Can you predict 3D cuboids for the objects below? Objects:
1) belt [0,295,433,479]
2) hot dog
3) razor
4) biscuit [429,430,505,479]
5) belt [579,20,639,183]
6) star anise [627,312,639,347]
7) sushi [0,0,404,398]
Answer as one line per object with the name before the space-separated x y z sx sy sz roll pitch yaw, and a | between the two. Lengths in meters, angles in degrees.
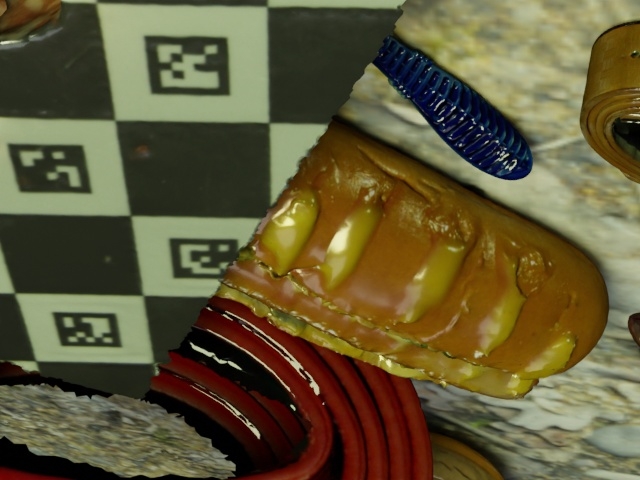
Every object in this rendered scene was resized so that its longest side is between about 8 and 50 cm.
belt | -0.114 0.095 0.571 0.323 0.227 0.115 14 151 -12
hot dog | 0.000 0.000 0.513 0.269 0.072 0.115 23 159 -19
razor | 0.029 -0.066 0.423 0.154 0.044 0.028 36 175 -41
biscuit | 0.043 0.157 0.808 0.170 0.050 0.170 12 145 9
belt | 0.127 -0.040 0.413 0.083 0.036 0.059 25 152 -18
star anise | 0.226 0.001 0.341 0.220 0.126 0.190 -5 -176 -12
sushi | -0.131 -0.064 0.392 0.264 0.050 0.290 18 138 -21
